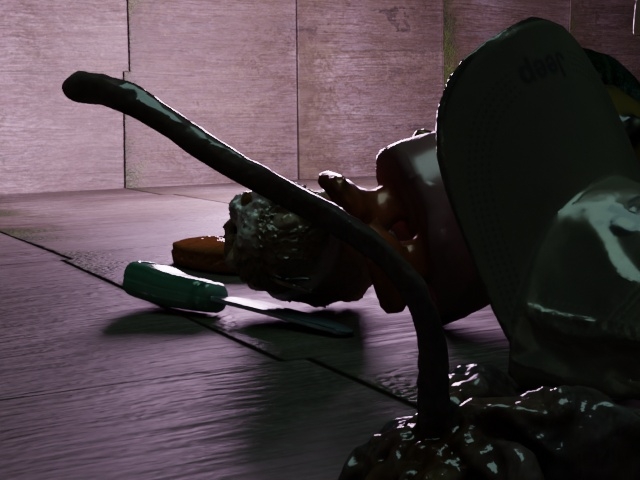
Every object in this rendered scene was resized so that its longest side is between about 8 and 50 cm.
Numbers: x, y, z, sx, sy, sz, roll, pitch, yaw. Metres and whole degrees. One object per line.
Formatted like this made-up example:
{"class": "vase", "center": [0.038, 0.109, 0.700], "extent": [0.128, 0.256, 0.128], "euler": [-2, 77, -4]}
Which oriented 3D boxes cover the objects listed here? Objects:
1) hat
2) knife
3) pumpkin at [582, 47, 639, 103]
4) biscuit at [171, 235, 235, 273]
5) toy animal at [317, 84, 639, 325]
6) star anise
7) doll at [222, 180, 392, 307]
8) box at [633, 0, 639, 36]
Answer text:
{"class": "hat", "center": [0.195, -0.024, 0.640], "extent": [0.149, 0.244, 0.214], "euler": [1, 25, 47]}
{"class": "knife", "center": [-0.069, 0.056, 0.881], "extent": [0.260, 0.034, 0.063], "euler": [12, 0, 35]}
{"class": "pumpkin", "center": [0.294, -0.160, 1.383], "extent": [0.293, 0.197, 0.263], "euler": [-17, 37, 25]}
{"class": "biscuit", "center": [-0.071, 0.010, 1.215], "extent": [0.192, 0.036, 0.186], "euler": [-4, 6, -32]}
{"class": "toy animal", "center": [0.160, -0.036, 0.816], "extent": [0.281, 0.169, 0.195], "euler": [-28, 49, 1]}
{"class": "star anise", "center": [0.025, 0.017, 0.434], "extent": [0.219, 0.227, 0.148], "euler": [-11, 12, 8]}
{"class": "doll", "center": [-0.002, 0.005, 0.913], "extent": [0.105, 0.114, 0.221], "euler": [-36, -17, 22]}
{"class": "box", "center": [0.466, -0.177, 0.870], "extent": [0.365, 0.051, 0.205], "euler": [0, 9, -34]}
